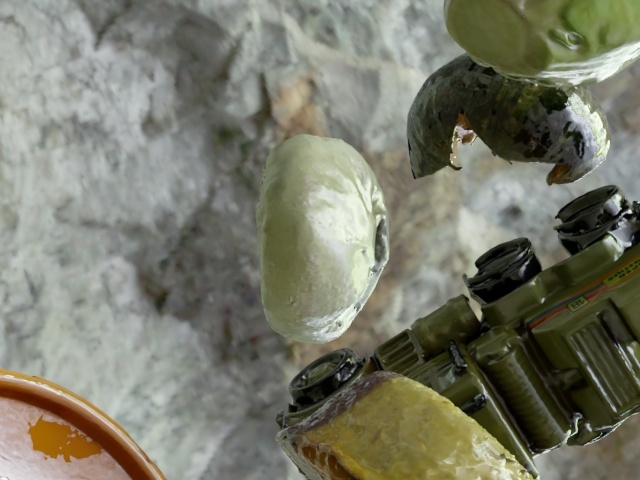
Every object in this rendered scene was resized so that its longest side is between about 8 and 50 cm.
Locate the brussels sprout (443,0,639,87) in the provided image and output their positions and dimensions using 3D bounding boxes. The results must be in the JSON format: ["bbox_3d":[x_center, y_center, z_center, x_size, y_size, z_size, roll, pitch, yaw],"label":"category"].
[{"bbox_3d":[0.147,-0.151,0.880,0.155,0.155,0.117,-19,-55,-9],"label":"brussels sprout"}]

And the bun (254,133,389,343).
[{"bbox_3d":[0.000,-0.005,1.805,0.168,0.273,0.273,1,-48,5],"label":"bun"}]

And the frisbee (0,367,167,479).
[{"bbox_3d":[-0.131,0.141,0.616,0.192,0.192,0.035,21,-48,-36],"label":"frisbee"}]

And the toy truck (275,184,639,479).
[{"bbox_3d":[0.106,0.087,0.836,0.257,0.127,0.127,-30,-76,10],"label":"toy truck"}]

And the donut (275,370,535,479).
[{"bbox_3d":[0.063,0.138,0.690,0.073,0.166,0.184,-44,-73,-11],"label":"donut"}]

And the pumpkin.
[{"bbox_3d":[0.153,-0.113,1.258,0.184,0.119,0.107,0,-53,30],"label":"pumpkin"}]
